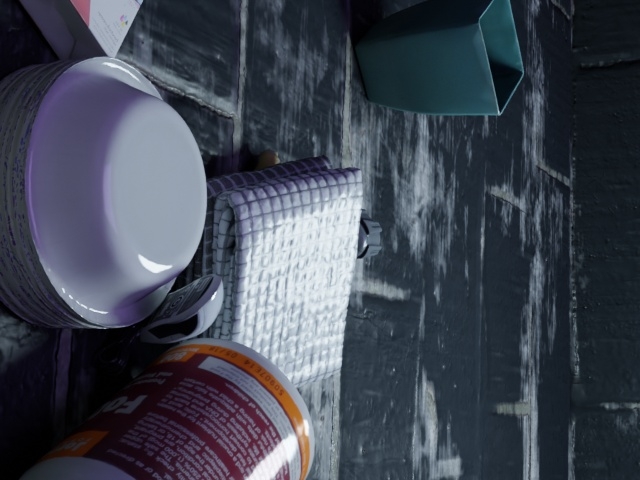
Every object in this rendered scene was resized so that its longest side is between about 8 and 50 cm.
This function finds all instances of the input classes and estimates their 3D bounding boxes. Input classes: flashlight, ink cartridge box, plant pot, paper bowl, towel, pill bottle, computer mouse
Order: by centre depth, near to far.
[{"bbox_3d":[-0.182,0.278,1.252,0.392,0.224,0.224,-42,125,-57],"label":"pill bottle"},{"bbox_3d":[-0.226,-0.050,1.274,0.284,0.148,0.284,6,84,-62],"label":"paper bowl"},{"bbox_3d":[-0.247,-0.300,1.334,0.115,0.067,0.198,59,37,-44],"label":"ink cartridge box"},{"bbox_3d":[-0.163,0.091,1.334,0.042,0.193,0.106,48,49,-18],"label":"computer mouse"},{"bbox_3d":[-0.066,0.049,1.499,0.235,0.121,0.283,-16,118,-47],"label":"towel"},{"bbox_3d":[0.000,0.000,1.760,0.304,0.103,0.103,-2,89,-62],"label":"flashlight"},{"bbox_3d":[0.189,-0.304,2.008,0.165,0.234,0.165,-55,135,-51],"label":"plant pot"}]

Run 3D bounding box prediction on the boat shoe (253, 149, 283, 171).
[{"bbox_3d":[-0.072,-0.089,1.682,0.190,0.068,0.072,3,73,-73],"label":"boat shoe"}]
